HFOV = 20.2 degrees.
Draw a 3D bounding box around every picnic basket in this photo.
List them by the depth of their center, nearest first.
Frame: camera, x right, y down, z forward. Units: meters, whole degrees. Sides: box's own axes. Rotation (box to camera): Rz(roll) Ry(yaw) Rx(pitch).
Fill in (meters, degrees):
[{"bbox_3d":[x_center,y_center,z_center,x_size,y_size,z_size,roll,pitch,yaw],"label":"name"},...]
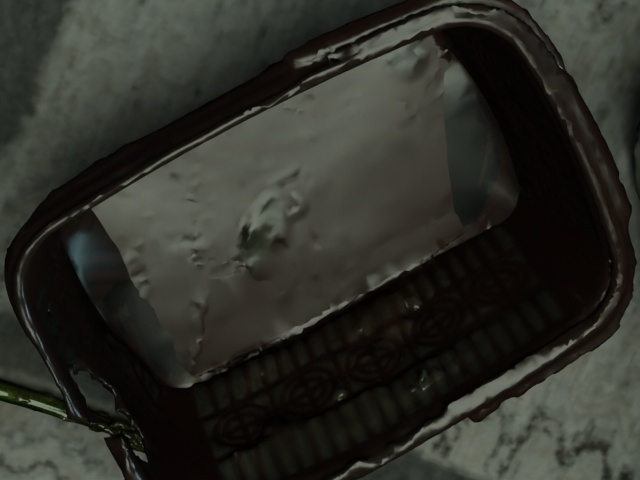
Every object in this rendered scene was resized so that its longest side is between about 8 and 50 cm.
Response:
[{"bbox_3d":[0.000,0.000,0.933,0.297,0.129,0.222,-28,111,1],"label":"picnic basket"}]

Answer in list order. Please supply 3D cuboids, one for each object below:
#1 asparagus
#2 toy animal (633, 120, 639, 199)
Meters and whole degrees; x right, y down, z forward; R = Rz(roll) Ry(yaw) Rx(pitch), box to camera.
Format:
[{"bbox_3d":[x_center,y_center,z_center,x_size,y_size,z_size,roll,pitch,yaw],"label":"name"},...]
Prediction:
[{"bbox_3d":[-0.145,0.095,1.000,0.114,0.014,0.015,21,137,-14],"label":"asparagus"},{"bbox_3d":[0.307,-0.030,0.942,0.266,0.212,0.212,-14,109,-12],"label":"toy animal"}]
